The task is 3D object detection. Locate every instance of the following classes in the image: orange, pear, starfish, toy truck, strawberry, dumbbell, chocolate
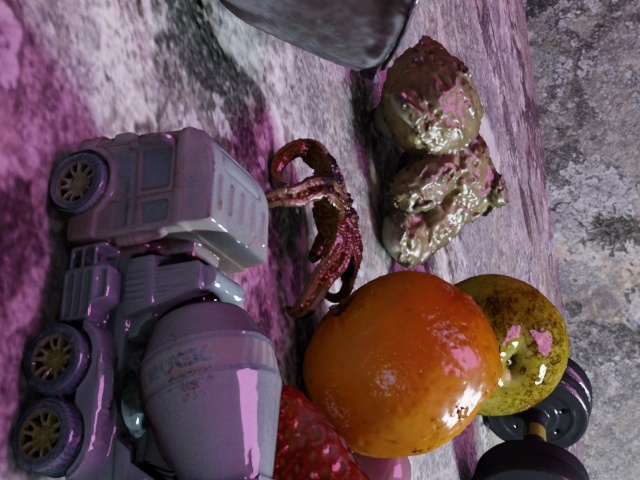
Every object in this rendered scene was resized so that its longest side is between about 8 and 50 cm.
[{"bbox_3d":[0.072,0.113,0.890,0.161,0.193,0.193,55,25,-4],"label":"orange"},{"bbox_3d":[0.234,0.138,1.257,0.197,0.197,0.197,-9,90,-69],"label":"pear"},{"bbox_3d":[-0.001,0.001,0.906,0.146,0.074,0.189,-81,155,-51],"label":"starfish"},{"bbox_3d":[-0.086,0.056,0.561,0.108,0.140,0.256,44,42,-57],"label":"toy truck"},{"bbox_3d":[0.011,0.242,0.780,0.175,0.107,0.235,-60,136,-59],"label":"strawberry"},{"bbox_3d":[0.335,0.324,1.475,0.388,0.185,0.185,-67,142,-55],"label":"dumbbell"},{"bbox_3d":[-0.022,-0.295,0.777,0.303,0.213,0.303,-169,-90,-79],"label":"chocolate"}]

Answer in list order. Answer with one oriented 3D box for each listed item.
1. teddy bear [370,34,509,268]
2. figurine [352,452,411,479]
[{"bbox_3d":[0.144,-0.128,1.213,0.267,0.156,0.256,-68,141,-51],"label":"teddy bear"},{"bbox_3d":[0.059,0.240,0.956,0.067,0.071,0.083,22,40,-17],"label":"figurine"}]
